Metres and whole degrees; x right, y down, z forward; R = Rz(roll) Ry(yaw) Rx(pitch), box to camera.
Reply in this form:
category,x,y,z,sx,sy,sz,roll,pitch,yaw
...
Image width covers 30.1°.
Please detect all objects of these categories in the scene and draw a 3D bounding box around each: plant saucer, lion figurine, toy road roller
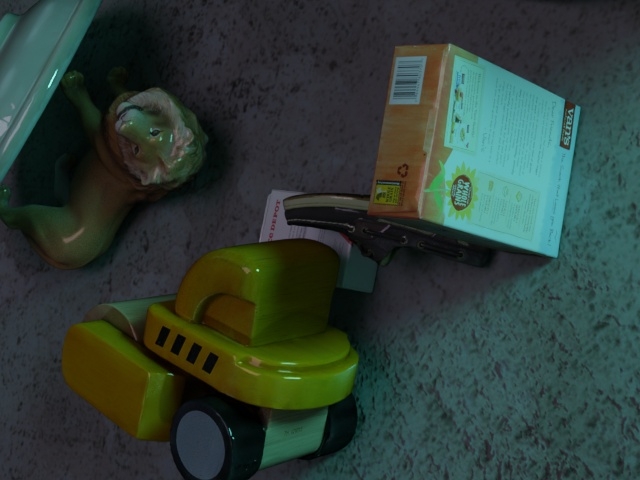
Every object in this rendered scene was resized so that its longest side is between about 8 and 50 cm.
category,x,y,z,sx,sy,sz,roll,pitch,yaw
plant saucer,-0.426,-0.188,1.585,0.400,0.101,0.400,-51,19,26
lion figurine,-0.292,-0.072,1.577,0.240,0.142,0.392,55,130,25
toy road roller,-0.105,0.097,1.285,0.330,0.202,0.240,24,110,38

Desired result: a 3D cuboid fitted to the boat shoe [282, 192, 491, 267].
category,x,y,z,sx,sy,sz,roll,pitch,yaw
boat shoe,0.068,-0.009,1.231,0.224,0.080,0.073,4,91,11

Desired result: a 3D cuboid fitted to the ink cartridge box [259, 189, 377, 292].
category,x,y,z,sx,sy,sz,roll,pitch,yaw
ink cartridge box,0.000,0.000,1.341,0.135,0.056,0.099,9,86,41

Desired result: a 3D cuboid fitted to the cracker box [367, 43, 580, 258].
category,x,y,z,sx,sy,sz,roll,pitch,yaw
cracker box,0.149,-0.077,1.112,0.067,0.232,0.155,6,85,42
